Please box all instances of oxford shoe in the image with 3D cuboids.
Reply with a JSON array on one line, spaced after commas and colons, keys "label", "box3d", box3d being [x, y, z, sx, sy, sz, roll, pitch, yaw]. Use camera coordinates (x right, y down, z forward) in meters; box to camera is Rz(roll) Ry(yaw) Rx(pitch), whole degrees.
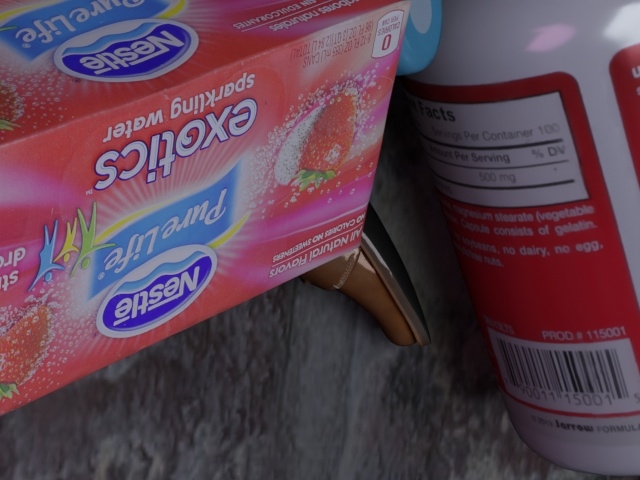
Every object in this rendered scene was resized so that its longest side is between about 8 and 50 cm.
[{"label": "oxford shoe", "box3d": [0.000, 0.000, 1.193, 0.076, 0.076, 0.212, -33, 121, 11]}]

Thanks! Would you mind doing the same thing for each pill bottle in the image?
[{"label": "pill bottle", "box3d": [0.178, -0.077, 1.181, 0.229, 0.229, 0.408, -29, 113, -24]}]

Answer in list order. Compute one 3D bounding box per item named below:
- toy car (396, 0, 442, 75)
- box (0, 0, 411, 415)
[{"label": "toy car", "box3d": [-0.027, -0.210, 1.081, 0.238, 0.219, 0.210, -55, 135, -49]}, {"label": "box", "box3d": [-0.117, -0.040, 0.869, 0.300, 0.142, 0.154, -24, 137, -40]}]
